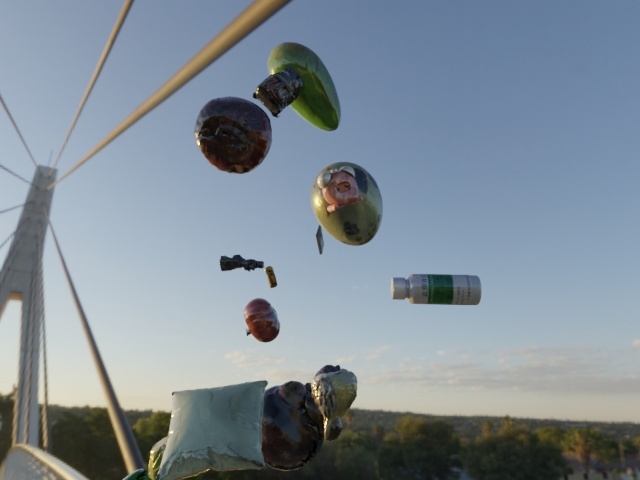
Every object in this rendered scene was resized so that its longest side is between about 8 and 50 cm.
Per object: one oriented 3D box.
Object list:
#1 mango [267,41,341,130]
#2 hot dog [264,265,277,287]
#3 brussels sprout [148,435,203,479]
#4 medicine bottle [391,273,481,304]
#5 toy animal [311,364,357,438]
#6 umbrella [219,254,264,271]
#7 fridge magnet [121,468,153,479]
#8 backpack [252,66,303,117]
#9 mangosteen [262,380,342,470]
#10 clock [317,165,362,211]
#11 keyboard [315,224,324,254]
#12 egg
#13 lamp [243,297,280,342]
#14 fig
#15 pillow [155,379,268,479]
[{"bbox_3d":[-0.051,-0.577,1.821,0.382,0.201,0.225,52,-30,-4],"label":"mango"},{"bbox_3d":[-0.176,0.136,1.737,0.030,0.034,0.090,-20,-61,-14],"label":"hot dog"},{"bbox_3d":[-0.451,0.699,1.488,0.161,0.181,0.144,-39,8,14],"label":"brussels sprout"},{"bbox_3d":[0.345,0.148,1.453,0.259,0.095,0.095,-1,-21,5],"label":"medicine bottle"},{"bbox_3d":[0.016,0.315,0.965,0.098,0.137,0.098,30,-20,12],"label":"toy animal"},{"bbox_3d":[-0.377,0.109,2.331,0.224,0.080,0.071,2,12,16],"label":"umbrella"},{"bbox_3d":[-0.520,0.693,1.243,0.088,0.208,0.208,31,-18,10],"label":"fridge magnet"},{"bbox_3d":[-0.135,-0.514,1.632,0.120,0.165,0.106,42,-18,-8],"label":"backpack"},{"bbox_3d":[-0.128,0.839,2.216,0.421,0.381,0.381,-26,-14,-17],"label":"mangosteen"},{"bbox_3d":[0.080,-0.212,1.922,0.165,0.162,0.092,-21,3,-23],"label":"clock"},{"bbox_3d":[-0.001,0.000,2.095,0.014,0.055,0.176,9,-27,11],"label":"keyboard"},{"bbox_3d":[0.133,-0.178,2.366,0.344,0.428,0.345,-19,-15,-5],"label":"egg"},{"bbox_3d":[-0.238,0.318,1.900,0.140,0.182,0.182,-25,-22,-2],"label":"lamp"},{"bbox_3d":[-0.254,-0.313,1.412,0.223,0.263,0.224,-1,-47,-1],"label":"fig"},{"bbox_3d":[-0.307,0.546,1.406,0.312,0.310,0.119,-7,-54,0],"label":"pillow"}]
